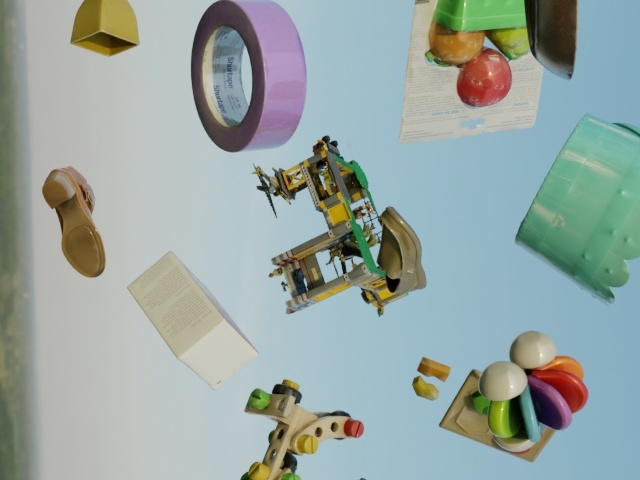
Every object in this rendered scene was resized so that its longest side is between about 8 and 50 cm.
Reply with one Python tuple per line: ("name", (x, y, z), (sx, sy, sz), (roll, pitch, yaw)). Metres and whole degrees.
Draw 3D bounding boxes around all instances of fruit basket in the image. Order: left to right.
("fruit basket", (0.301, -0.369, 2.041), (0.165, 0.327, 0.353), (50, -38, 48))

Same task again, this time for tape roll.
("tape roll", (-0.136, -0.300, 1.933), (0.275, 0.090, 0.274), (18, -67, 53))

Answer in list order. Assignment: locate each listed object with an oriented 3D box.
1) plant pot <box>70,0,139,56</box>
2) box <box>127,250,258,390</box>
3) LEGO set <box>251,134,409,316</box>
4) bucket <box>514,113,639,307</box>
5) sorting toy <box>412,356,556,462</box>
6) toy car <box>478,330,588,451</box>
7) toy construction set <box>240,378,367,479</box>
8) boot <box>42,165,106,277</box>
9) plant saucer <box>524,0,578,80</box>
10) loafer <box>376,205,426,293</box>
("plant pot", (-0.348, -0.356, 1.716), (0.082, 0.081, 0.083), (-11, -106, 39))
("box", (-0.193, 0.122, 1.609), (0.170, 0.091, 0.130), (47, -5, 36))
("LEGO set", (0.000, 0.000, 1.909), (0.331, 0.192, 0.255), (68, 18, 10))
("bucket", (0.445, -0.056, 1.674), (0.281, 0.183, 0.281), (-54, 165, -21))
("sorting toy", (0.323, 0.345, 2.133), (0.229, 0.307, 0.041), (110, 1, -48))
("toy car", (0.341, 0.244, 1.651), (0.136, 0.182, 0.159), (16, -46, 45))
("toy construction set", (-0.048, 0.401, 1.950), (0.257, 0.237, 0.309), (-47, -147, -3))
("boot", (-0.425, -0.040, 1.889), (0.152, 0.073, 0.197), (-96, 167, -76))
("plant saucer", (0.292, -0.362, 1.372), (0.310, 0.050, 0.310), (-3, 90, -83))
("loafer", (0.096, 0.019, 1.314), (0.056, 0.050, 0.148), (50, -13, 45))
